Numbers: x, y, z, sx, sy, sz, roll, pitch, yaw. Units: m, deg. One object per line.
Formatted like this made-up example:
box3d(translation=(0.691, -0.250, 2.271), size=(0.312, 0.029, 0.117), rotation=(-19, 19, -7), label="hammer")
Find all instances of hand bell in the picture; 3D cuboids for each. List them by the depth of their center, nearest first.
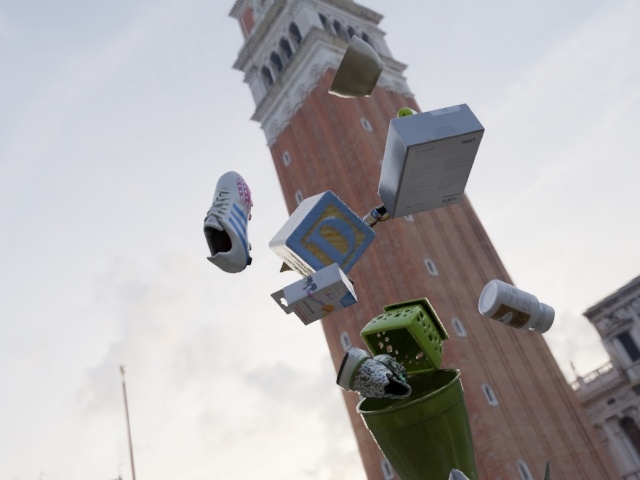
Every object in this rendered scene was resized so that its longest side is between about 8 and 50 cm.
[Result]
box3d(translation=(-0.001, 0.095, 2.140), size=(0.242, 0.126, 0.126), rotation=(22, -41, 0), label="hand bell")

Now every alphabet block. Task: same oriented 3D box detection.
box3d(translation=(0.000, 0.000, 1.777), size=(0.193, 0.192, 0.197), rotation=(-49, 13, -15), label="alphabet block")

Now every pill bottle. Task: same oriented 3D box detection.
box3d(translation=(0.668, 0.231, 2.192), size=(0.229, 0.131, 0.131), rotation=(22, -44, -9), label="pill bottle")

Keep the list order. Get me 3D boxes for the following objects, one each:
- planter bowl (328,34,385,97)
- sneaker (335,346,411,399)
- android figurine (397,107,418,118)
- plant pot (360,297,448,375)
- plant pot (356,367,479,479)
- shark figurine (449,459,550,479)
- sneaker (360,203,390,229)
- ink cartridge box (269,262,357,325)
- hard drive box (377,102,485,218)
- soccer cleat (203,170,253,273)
box3d(translation=(0.103, -0.443, 1.704), size=(0.109, 0.162, 0.162), rotation=(24, -43, -2), label="planter bowl")
box3d(translation=(0.203, 0.449, 1.997), size=(0.410, 0.182, 0.158), rotation=(25, -90, -58), label="sneaker")
box3d(translation=(0.277, -0.234, 1.662), size=(0.056, 0.248, 0.273), rotation=(-37, -9, 21), label="android figurine")
box3d(translation=(0.322, 0.342, 2.361), size=(0.228, 0.207, 0.227), rotation=(-17, -68, 41), label="plant pot")
box3d(translation=(0.351, 0.659, 2.147), size=(0.367, 0.352, 0.366), rotation=(-20, -2, -1), label="plant pot")
box3d(translation=(0.411, 0.601, 1.514), size=(0.278, 0.166, 0.116), rotation=(-18, -47, 35), label="shark figurine")
box3d(translation=(0.179, -0.073, 2.293), size=(0.185, 0.069, 0.084), rotation=(-39, -19, -9), label="sneaker")
box3d(translation=(-0.017, 0.138, 1.543), size=(0.181, 0.061, 0.104), rotation=(-26, -44, 9), label="ink cartridge box")
box3d(translation=(0.236, -0.169, 1.413), size=(0.181, 0.089, 0.232), rotation=(-14, -35, -14), label="hard drive box")
box3d(translation=(-0.263, -0.069, 1.793), size=(0.116, 0.331, 0.143), rotation=(-25, -31, 27), label="soccer cleat")
